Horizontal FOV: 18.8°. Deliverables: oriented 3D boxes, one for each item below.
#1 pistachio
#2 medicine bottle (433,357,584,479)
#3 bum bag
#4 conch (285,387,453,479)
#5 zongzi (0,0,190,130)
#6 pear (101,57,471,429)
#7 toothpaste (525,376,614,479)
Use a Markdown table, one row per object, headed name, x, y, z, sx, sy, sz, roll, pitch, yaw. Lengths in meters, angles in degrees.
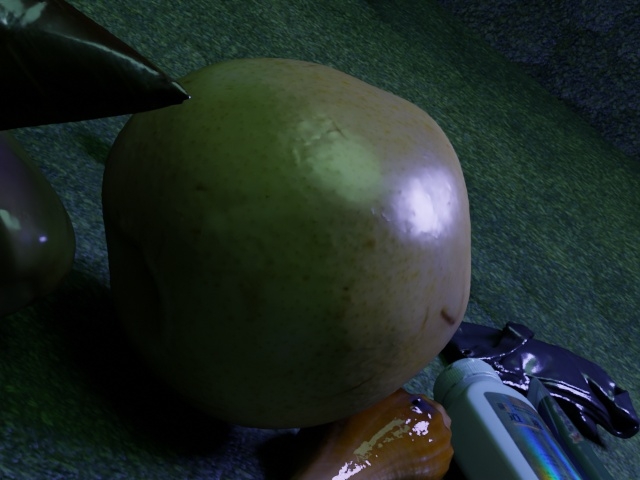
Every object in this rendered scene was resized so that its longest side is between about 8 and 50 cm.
| name | x | y | z | sx | sy | sz | roll | pitch | yaw |
| --- | --- | --- | --- | --- | --- | --- | --- | --- | --- |
| pistachio | -0.258 | -0.022 | 1.443 | 0.130 | 0.131 | 0.206 | -5 | 36 | -25 |
| medicine bottle | 0.174 | 0.199 | 1.789 | 0.121 | 0.083 | 0.229 | 27 | 18 | -35 |
| bum bag | 0.238 | 0.141 | 2.107 | 0.248 | 0.060 | 0.123 | 26 | 21 | -29 |
| conch | 0.039 | 0.170 | 1.583 | 0.109 | 0.093 | 0.330 | 48 | 20 | 13 |
| zongzi | -0.362 | -0.153 | 1.308 | 0.432 | 0.207 | 0.403 | 16 | 8 | 32 |
| pear | -0.023 | 0.001 | 1.542 | 0.309 | 0.309 | 0.309 | 33 | 17 | -12 |
| toothpaste | 0.280 | 0.285 | 1.783 | 0.061 | 0.098 | 0.392 | -10 | 42 | -25 |
